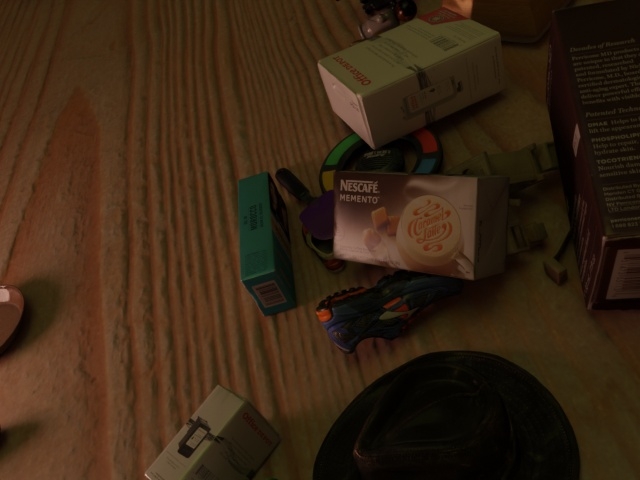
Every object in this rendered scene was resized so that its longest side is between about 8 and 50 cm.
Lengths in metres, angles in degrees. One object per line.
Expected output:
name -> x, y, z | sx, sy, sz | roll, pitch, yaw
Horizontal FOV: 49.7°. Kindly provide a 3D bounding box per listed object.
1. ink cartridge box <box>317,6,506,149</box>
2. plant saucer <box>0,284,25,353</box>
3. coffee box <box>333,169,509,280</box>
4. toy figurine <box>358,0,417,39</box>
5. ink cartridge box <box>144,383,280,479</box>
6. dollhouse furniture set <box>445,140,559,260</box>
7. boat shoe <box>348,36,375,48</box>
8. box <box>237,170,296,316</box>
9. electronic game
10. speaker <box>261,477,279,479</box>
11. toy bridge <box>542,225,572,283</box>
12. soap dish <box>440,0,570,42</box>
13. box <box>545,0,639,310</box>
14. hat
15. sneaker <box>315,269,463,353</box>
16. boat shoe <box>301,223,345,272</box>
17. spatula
ink cartridge box -> 0.165, -0.309, 1.283 | 0.282, 0.117, 0.207 | -25, 38, -8
plant saucer -> -0.649, 0.175, 1.332 | 0.198, 0.036, 0.199 | -14, 44, 15
coffee box -> 0.141, -0.031, 1.015 | 0.246, 0.141, 0.098 | 9, 11, 40
toy figurine -> 0.122, -0.570, 1.515 | 0.148, 0.213, 0.210 | -23, 41, 26
ink cartridge box -> -0.139, 0.286, 0.919 | 0.063, 0.109, 0.150 | 19, 60, 42
dollhouse furniture set -> 0.307, -0.055, 1.067 | 0.181, 0.161, 0.101 | -11, -8, -29
boat shoe -> 0.147, -0.402, 1.459 | 0.177, 0.064, 0.060 | 9, 49, 25
box -> -0.092, 0.001, 1.170 | 0.060, 0.101, 0.244 | -17, 45, 9
electronic game -> 0.106, -0.135, 1.236 | 0.229, 0.048, 0.229 | -14, 45, 15
speaker -> -0.158, 0.401, 0.810 | 0.296, 0.131, 0.131 | -29, 43, -2
toy bridge -> 0.396, -0.011, 0.989 | 0.188, 0.026, 0.063 | -32, 43, -6
soap dish -> 0.404, -0.538, 1.413 | 0.228, 0.118, 0.291 | 22, 63, 39
box -> 0.398, -0.120, 0.918 | 0.143, 0.191, 0.382 | -5, 57, 13
hat -> 0.128, 0.239, 0.814 | 0.331, 0.134, 0.332 | -13, 46, 14
sneaker -> 0.105, 0.098, 1.004 | 0.221, 0.087, 0.083 | -17, 11, -7
boat shoe -> 0.000, 0.000, 1.166 | 0.049, 0.043, 0.137 | -32, 42, -1
spatula -> -0.025, -0.078, 1.232 | 0.084, 0.030, 0.296 | -39, 31, -5
